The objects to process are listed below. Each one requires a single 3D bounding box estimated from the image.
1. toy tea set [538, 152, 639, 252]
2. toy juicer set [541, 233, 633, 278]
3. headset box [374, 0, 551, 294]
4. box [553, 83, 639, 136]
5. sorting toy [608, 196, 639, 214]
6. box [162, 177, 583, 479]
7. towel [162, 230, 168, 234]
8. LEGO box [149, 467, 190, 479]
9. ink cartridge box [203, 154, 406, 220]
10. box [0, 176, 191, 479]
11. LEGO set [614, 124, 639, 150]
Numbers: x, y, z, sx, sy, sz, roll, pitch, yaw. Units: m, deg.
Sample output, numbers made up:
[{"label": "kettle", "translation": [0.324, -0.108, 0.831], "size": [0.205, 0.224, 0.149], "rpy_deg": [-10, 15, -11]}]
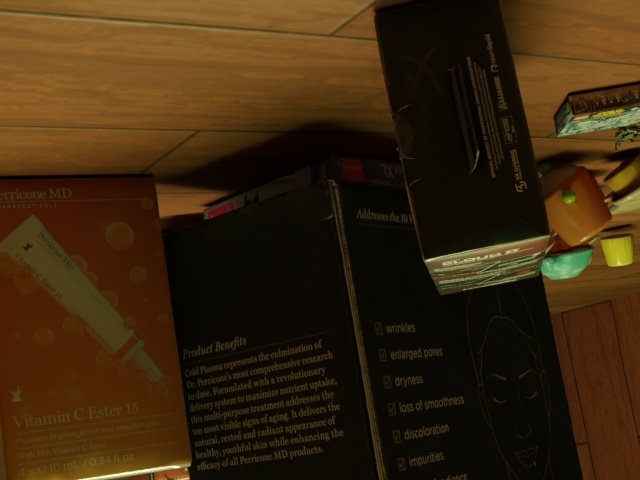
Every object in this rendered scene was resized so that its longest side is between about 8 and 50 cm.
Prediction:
[{"label": "toy tea set", "translation": [0.353, -0.061, 1.658], "size": [0.200, 0.124, 0.336], "rpy_deg": [-37, -179, -29]}, {"label": "toy juicer set", "translation": [0.477, 0.032, 2.259], "size": [0.329, 0.089, 0.209], "rpy_deg": [-13, -175, -30]}, {"label": "headset box", "translation": [0.130, -0.078, 0.980], "size": [0.110, 0.218, 0.293], "rpy_deg": [-12, 169, 7]}, {"label": "box", "translation": [0.351, -0.156, 1.271], "size": [0.137, 0.027, 0.094], "rpy_deg": [-9, 171, -1]}, {"label": "sorting toy", "translation": [0.560, -0.088, 1.761], "size": [0.275, 0.046, 0.132], "rpy_deg": [-8, 169, -4]}, {"label": "box", "translation": [0.083, 0.197, 1.378], "size": [0.297, 0.471, 0.480], "rpy_deg": [-15, 168, 36]}, {"label": "towel", "translation": [-0.247, -0.002, 1.624], "size": [0.060, 0.009, 0.083], "rpy_deg": [-13, 168, 25]}, {"label": "LEGO box", "translation": [-0.073, 0.207, 1.903], "size": [0.501, 0.372, 0.193], "rpy_deg": [-7, 169, -14]}, {"label": "ink cartridge box", "translation": [0.011, -0.052, 1.440], "size": [0.186, 0.065, 0.311], "rpy_deg": [1, 167, -44]}, {"label": "box", "translation": [-0.299, 0.112, 1.269], "size": [0.215, 0.345, 0.168], "rpy_deg": [-3, 167, -30]}, {"label": "LEGO set", "translation": [0.408, -0.147, 1.403], "size": [0.054, 0.023, 0.083], "rpy_deg": [-1, 154, -48]}]
